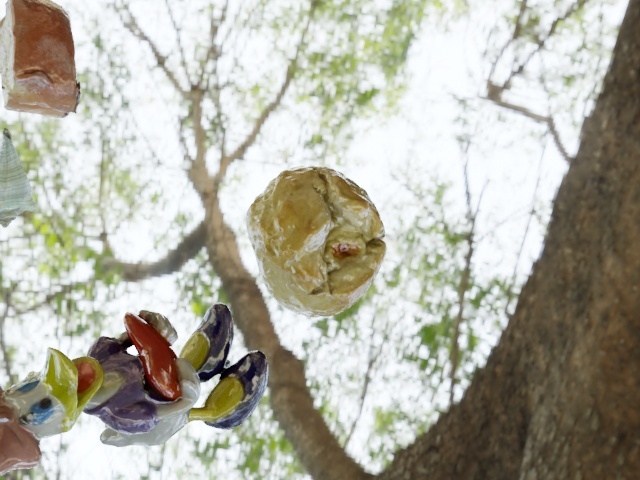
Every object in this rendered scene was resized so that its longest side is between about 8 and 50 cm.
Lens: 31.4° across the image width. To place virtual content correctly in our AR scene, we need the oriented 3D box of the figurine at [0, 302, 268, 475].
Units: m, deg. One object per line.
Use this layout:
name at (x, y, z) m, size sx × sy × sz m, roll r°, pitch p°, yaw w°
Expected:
figurine at (-0.244, 0.181, 1.369) m, size 0.421 × 0.193 × 0.154 m, roll 9°, pitch -139°, yaw -56°

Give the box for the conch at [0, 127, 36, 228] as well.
conch at (-0.618, -0.094, 2.212) m, size 0.114 × 0.234 × 0.137 m, roll -35°, pitch -98°, yaw -23°

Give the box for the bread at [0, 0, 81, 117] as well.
bread at (-0.474, -0.302, 1.907) m, size 0.123 × 0.190 × 0.244 m, roll 3°, pitch -148°, yaw -25°

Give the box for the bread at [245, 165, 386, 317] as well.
bread at (0.000, 0.000, 1.759) m, size 0.245 × 0.244 × 0.134 m, roll -12°, pitch -173°, yaw -31°
